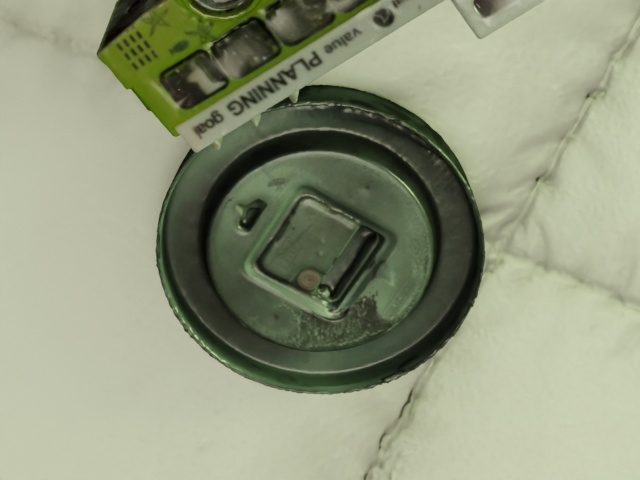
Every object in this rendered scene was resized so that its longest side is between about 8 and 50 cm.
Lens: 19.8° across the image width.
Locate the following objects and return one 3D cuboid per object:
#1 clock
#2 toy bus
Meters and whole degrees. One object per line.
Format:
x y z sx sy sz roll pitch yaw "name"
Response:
0.000 0.000 1.209 0.215 0.042 0.215 1 117 1 "clock"
0.021 -0.167 1.092 0.301 0.113 0.139 -30 112 18 "toy bus"
